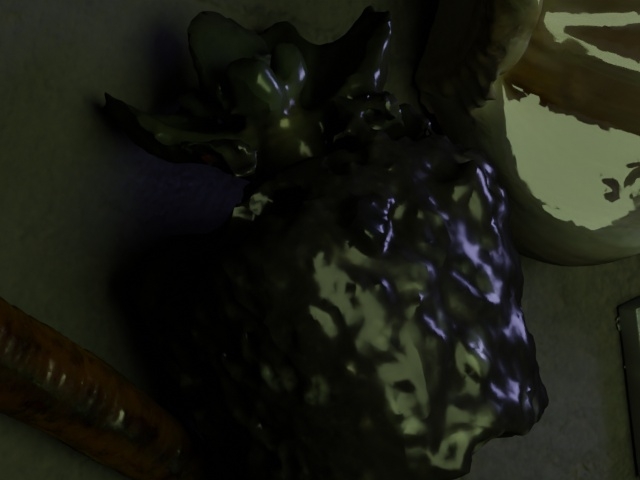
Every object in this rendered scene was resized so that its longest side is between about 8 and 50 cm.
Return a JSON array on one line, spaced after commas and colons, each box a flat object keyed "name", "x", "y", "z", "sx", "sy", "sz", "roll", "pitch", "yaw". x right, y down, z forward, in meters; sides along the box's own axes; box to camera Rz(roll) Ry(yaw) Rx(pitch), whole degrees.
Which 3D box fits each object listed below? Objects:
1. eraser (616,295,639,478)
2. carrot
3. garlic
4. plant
[{"name": "eraser", "x": 0.291, "y": 0.112, "z": 1.632, "sx": 0.104, "sy": 0.023, "sz": 0.150, "roll": -19, "pitch": 107, "yaw": -39}, {"name": "carrot", "x": -0.151, "y": 0.097, "z": 1.208, "sx": 0.314, "sy": 0.066, "sz": 0.066, "roll": 35, "pitch": 71, "yaw": -39}, {"name": "garlic", "x": 0.213, "y": -0.112, "z": 1.453, "sx": 0.325, "sy": 0.132, "sz": 0.279, "roll": 9, "pitch": 109, "yaw": -32}, {"name": "plant", "x": 0.000, "y": 0.000, "z": 1.237, "sx": 0.215, "sy": 0.213, "sz": 0.312, "roll": -20, "pitch": 98, "yaw": -37}]
